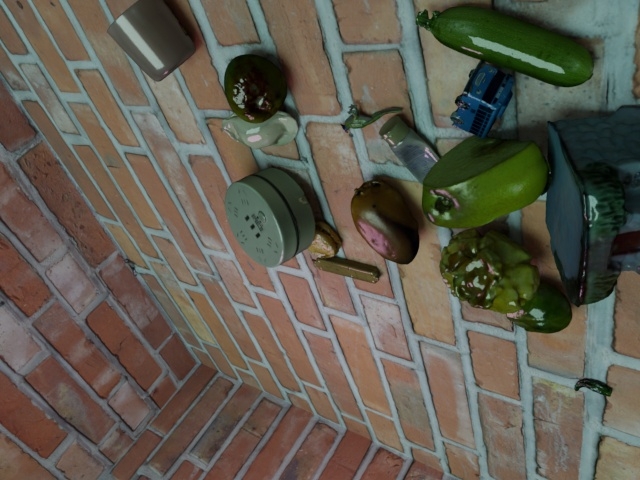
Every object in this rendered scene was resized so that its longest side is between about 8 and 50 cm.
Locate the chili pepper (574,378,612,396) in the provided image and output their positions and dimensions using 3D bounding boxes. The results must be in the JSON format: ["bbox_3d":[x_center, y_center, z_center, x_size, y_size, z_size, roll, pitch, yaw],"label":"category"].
[{"bbox_3d":[0.880,0.477,1.721,0.118,0.035,0.055,-5,111,42],"label":"chili pepper"}]

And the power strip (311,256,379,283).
[{"bbox_3d":[0.096,0.104,2.024,0.305,0.044,0.064,12,139,32],"label":"power strip"}]

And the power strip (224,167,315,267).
[{"bbox_3d":[-0.191,-0.076,1.901,0.357,0.161,0.357,32,138,34],"label":"power strip"}]

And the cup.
[{"bbox_3d":[-0.513,-0.618,1.645,0.200,0.191,0.253,51,175,-23],"label":"cup"}]

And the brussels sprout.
[{"bbox_3d":[0.630,0.194,1.534,0.180,0.144,0.161,2,168,27],"label":"brussels sprout"}]

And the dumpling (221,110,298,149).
[{"bbox_3d":[-0.179,-0.353,1.696,0.252,0.131,0.179,-6,149,21],"label":"dumpling"}]

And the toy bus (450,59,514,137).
[{"bbox_3d":[0.358,-0.307,1.175,0.106,0.090,0.185,30,176,11],"label":"toy bus"}]

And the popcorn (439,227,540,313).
[{"bbox_3d":[0.460,0.083,1.470,0.270,0.224,0.258,24,-172,-14],"label":"popcorn"}]

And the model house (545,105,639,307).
[{"bbox_3d":[0.674,-0.067,1.100,0.339,0.297,0.360,-10,130,11],"label":"model house"}]

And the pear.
[{"bbox_3d":[0.364,-0.119,1.231,0.292,0.292,0.159,-6,119,47],"label":"pear"}]

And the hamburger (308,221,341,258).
[{"bbox_3d":[0.000,0.000,1.957,0.147,0.083,0.138,48,142,-17],"label":"hamburger"}]

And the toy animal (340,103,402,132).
[{"bbox_3d":[0.121,-0.347,1.457,0.075,0.041,0.217,37,150,-31],"label":"toy animal"}]

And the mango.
[{"bbox_3d":[0.201,-0.055,1.635,0.201,0.153,0.287,-19,119,42],"label":"mango"}]

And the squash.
[{"bbox_3d":[0.375,-0.410,1.094,0.378,0.101,0.101,27,145,20],"label":"squash"}]

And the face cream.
[{"bbox_3d":[0.257,-0.240,1.457,0.224,0.070,0.114,40,149,-25],"label":"face cream"}]

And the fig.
[{"bbox_3d":[-0.196,-0.446,1.535,0.191,0.181,0.181,62,151,17],"label":"fig"}]
